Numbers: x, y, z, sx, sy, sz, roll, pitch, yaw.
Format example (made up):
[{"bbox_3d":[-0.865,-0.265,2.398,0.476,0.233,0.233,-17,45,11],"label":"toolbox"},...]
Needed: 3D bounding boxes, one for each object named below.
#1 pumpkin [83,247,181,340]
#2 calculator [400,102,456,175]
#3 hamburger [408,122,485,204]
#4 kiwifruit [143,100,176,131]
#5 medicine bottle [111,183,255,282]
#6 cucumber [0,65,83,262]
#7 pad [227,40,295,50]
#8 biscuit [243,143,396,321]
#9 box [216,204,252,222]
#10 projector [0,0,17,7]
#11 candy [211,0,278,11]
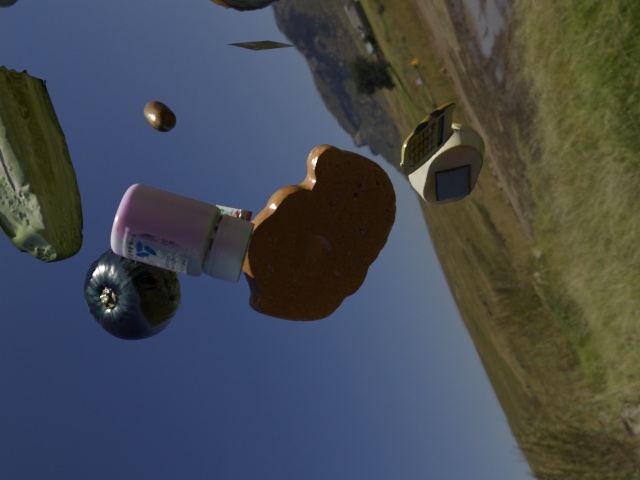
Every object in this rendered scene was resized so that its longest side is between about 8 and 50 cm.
[{"bbox_3d":[-0.439,0.123,1.473,0.233,0.233,0.163,65,-153,0],"label":"pumpkin"},{"bbox_3d":[0.296,-0.282,1.768,0.033,0.236,0.157,34,154,27],"label":"calculator"},{"bbox_3d":[0.403,-0.247,2.016,0.295,0.227,0.151,97,169,-48],"label":"hamburger"},{"bbox_3d":[-0.445,-0.344,1.752,0.124,0.075,0.075,46,177,38],"label":"kiwifruit"},{"bbox_3d":[-0.268,-0.009,1.251,0.152,0.255,0.151,-162,90,-85],"label":"medicine bottle"},{"bbox_3d":[-0.476,-0.114,1.013,0.145,0.105,0.325,-22,-88,-76],"label":"cucumber"},{"bbox_3d":[-0.179,-0.601,1.944,0.190,0.127,0.004,-24,-53,-47],"label":"pad"},{"bbox_3d":[0.000,0.000,1.511,0.350,0.455,0.078,45,174,-31],"label":"biscuit"},{"bbox_3d":[-0.248,-0.068,1.759,0.041,0.049,0.207,15,179,-28],"label":"box"},{"bbox_3d":[-0.523,-0.516,0.965,0.088,0.194,0.269,-33,-75,-50],"label":"projector"},{"bbox_3d":[-0.147,-0.565,1.189,0.259,0.260,0.118,60,-156,-23],"label":"candy"}]
